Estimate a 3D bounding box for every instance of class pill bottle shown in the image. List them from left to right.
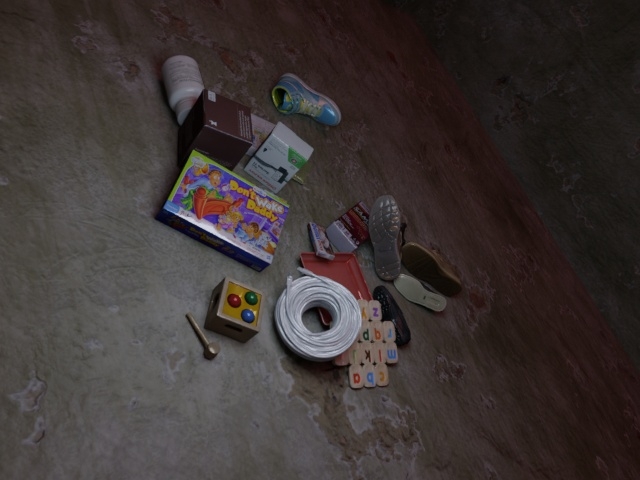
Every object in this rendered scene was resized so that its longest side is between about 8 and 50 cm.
[{"bbox_3d":[-0.452,-0.497,1.610,0.131,0.131,0.229,3,58,-41],"label":"pill bottle"}]

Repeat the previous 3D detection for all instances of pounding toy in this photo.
[{"bbox_3d":[-0.251,0.204,1.258,0.181,0.094,0.206,27,44,-24],"label":"pounding toy"}]

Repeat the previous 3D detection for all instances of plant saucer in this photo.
[{"bbox_3d":[0.055,0.162,1.607,0.259,0.048,0.259,2,59,-42],"label":"plant saucer"}]

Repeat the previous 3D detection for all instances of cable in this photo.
[{"bbox_3d":[-0.009,0.229,1.408,0.257,0.089,0.257,20,58,-1],"label":"cable"}]

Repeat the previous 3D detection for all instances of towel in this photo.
[{"bbox_3d":[-0.092,-0.286,1.849,0.110,0.027,0.148,34,43,-15],"label":"towel"}]

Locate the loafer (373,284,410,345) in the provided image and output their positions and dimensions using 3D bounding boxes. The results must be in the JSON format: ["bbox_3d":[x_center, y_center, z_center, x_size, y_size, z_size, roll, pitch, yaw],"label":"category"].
[{"bbox_3d":[0.253,0.263,1.689,0.078,0.076,0.223,-5,67,-50],"label":"loafer"}]

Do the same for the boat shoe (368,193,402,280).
[{"bbox_3d":[0.250,-0.016,1.807,0.116,0.123,0.324,-35,125,-71],"label":"boat shoe"}]

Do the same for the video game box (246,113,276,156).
[{"bbox_3d":[-0.249,-0.390,1.774,0.205,0.048,0.187,20,46,-30],"label":"video game box"}]

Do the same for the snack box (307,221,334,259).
[{"bbox_3d":[0.000,0.000,1.661,0.064,0.022,0.178,17,30,-25],"label":"snack box"}]

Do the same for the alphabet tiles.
[{"bbox_3d":[0.143,0.327,1.533,0.284,0.021,0.277,10,67,-39],"label":"alphabet tiles"}]

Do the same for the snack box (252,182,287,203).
[{"bbox_3d":[-0.187,-0.122,1.622,0.141,0.037,0.100,28,45,-23],"label":"snack box"}]

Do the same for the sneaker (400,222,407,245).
[{"bbox_3d":[0.325,-0.012,1.993,0.170,0.051,0.089,-24,77,-44],"label":"sneaker"}]

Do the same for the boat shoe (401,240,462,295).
[{"bbox_3d":[0.452,0.101,1.972,0.341,0.122,0.110,40,35,-26],"label":"boat shoe"}]

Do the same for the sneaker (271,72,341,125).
[{"bbox_3d":[-0.071,-0.562,2.018,0.319,0.127,0.208,33,39,-4],"label":"sneaker"}]

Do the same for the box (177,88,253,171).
[{"bbox_3d":[-0.338,-0.330,1.523,0.167,0.203,0.168,16,50,-34],"label":"box"}]

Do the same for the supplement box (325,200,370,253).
[{"bbox_3d":[0.126,-0.048,1.820,0.130,0.073,0.239,49,39,1],"label":"supplement box"}]

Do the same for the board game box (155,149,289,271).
[{"bbox_3d":[-0.284,-0.087,1.446,0.347,0.078,0.233,29,53,-21],"label":"board game box"}]

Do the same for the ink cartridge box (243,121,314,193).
[{"bbox_3d":[-0.148,-0.281,1.654,0.153,0.208,0.086,36,44,-14],"label":"ink cartridge box"}]

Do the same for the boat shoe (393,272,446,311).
[{"bbox_3d":[0.378,0.200,1.865,0.233,0.084,0.079,31,6,-11],"label":"boat shoe"}]
